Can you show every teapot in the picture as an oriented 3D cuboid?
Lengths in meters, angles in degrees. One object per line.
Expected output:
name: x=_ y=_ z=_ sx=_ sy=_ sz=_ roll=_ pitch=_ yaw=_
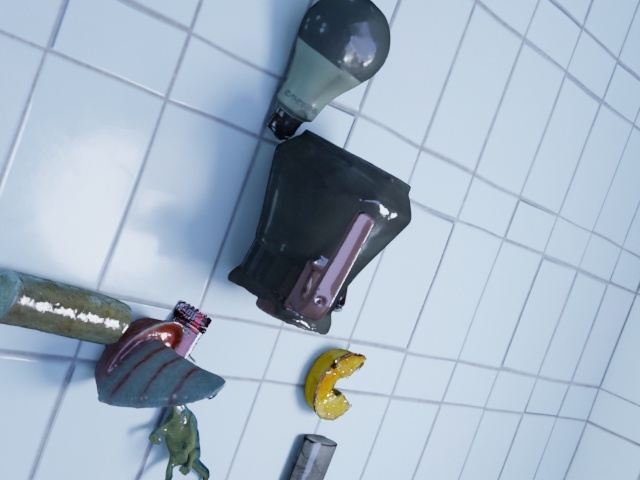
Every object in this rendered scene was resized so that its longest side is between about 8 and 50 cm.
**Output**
teapot: x=0.000 y=0.000 z=1.771 sx=0.305 sy=0.376 sz=0.362 roll=26 pitch=95 yaw=-17

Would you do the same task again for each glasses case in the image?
glasses case: x=-0.053 y=0.619 z=2.187 sx=0.114 sy=0.060 sz=0.299 roll=21 pitch=91 yaw=-51

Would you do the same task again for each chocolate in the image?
chocolate: x=-0.289 y=0.212 z=1.780 sx=0.086 sy=0.028 sz=0.182 roll=32 pitch=74 yaw=-21

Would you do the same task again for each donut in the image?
donut: x=0.024 y=0.335 z=2.139 sx=0.146 sy=0.078 sz=0.181 roll=1 pitch=112 yaw=-45

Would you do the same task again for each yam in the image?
yam: x=-0.444 y=0.120 z=1.549 sx=0.259 sy=0.093 sz=0.093 roll=23 pitch=89 yaw=-49

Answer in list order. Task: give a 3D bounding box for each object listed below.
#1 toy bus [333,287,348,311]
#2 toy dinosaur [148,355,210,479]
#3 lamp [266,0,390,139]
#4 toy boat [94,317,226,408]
toy bus: x=-0.012 y=0.128 z=2.011 sx=0.162 sy=0.074 sz=0.070 roll=-16 pitch=125 yaw=-44
toy dinosaur: x=-0.284 y=0.401 z=1.843 sx=0.147 sy=0.076 sz=0.363 roll=-66 pitch=151 yaw=-58
lamp: x=-0.003 y=-0.347 z=1.764 sx=0.314 sy=0.182 sz=0.182 roll=-42 pitch=135 yaw=-3
toy boat: x=-0.285 y=0.242 z=1.621 sx=0.206 sy=0.282 sz=0.096 roll=-42 pitch=131 yaw=-27
